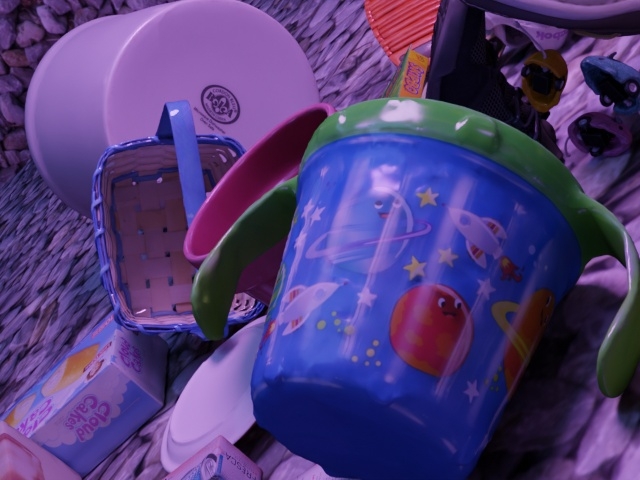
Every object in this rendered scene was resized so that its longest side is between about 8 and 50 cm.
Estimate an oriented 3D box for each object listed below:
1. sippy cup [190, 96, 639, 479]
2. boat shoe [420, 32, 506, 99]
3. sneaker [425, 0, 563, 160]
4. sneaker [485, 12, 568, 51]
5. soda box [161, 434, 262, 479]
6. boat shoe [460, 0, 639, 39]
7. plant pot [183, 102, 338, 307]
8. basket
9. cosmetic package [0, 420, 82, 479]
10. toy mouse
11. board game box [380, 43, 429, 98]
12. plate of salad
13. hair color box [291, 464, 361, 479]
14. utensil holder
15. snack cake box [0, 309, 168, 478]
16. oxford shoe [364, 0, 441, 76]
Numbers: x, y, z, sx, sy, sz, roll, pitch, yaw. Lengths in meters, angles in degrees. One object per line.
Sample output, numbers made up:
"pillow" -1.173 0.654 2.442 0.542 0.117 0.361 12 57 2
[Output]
"sippy cup" 0.060 0.054 0.917 0.305 0.240 0.224 -28 32 54
"boat shoe" 0.162 -0.178 1.406 0.048 0.056 0.153 -27 20 53
"sneaker" 0.159 -0.137 1.146 0.130 0.227 0.087 3 36 6
"sneaker" 0.184 -0.303 1.411 0.114 0.152 0.305 -15 31 -17
"soda box" -0.139 0.262 1.165 0.183 0.058 0.063 -40 20 20
"boat shoe" 0.230 -0.225 1.088 0.091 0.305 0.109 -39 60 60
"plant pot" 0.000 0.000 1.203 0.201 0.180 0.201 -40 20 18
"basket" -0.157 -0.015 1.429 0.201 0.255 0.289 -8 -2 -10
"cosmetic package" -0.333 0.325 1.338 0.153 0.129 0.296 -50 19 -4
"toy mouse" 0.240 -0.117 1.063 0.143 0.161 0.031 24 62 28
"board game box" 0.075 -0.116 1.434 0.259 0.039 0.124 -78 14 -52
"plate of salad" -0.088 0.158 1.275 0.200 0.048 0.200 -40 23 21
"hair color box" -0.001 0.217 0.991 0.141 0.043 0.072 -36 22 25
"utensil holder" -0.213 -0.175 1.778 0.327 0.327 0.385 -52 22 -15
"snack cake box" -0.310 0.220 1.554 0.264 0.089 0.152 -42 19 14
"oxford shoe" 0.139 -0.335 1.681 0.130 0.133 0.364 -22 46 22
